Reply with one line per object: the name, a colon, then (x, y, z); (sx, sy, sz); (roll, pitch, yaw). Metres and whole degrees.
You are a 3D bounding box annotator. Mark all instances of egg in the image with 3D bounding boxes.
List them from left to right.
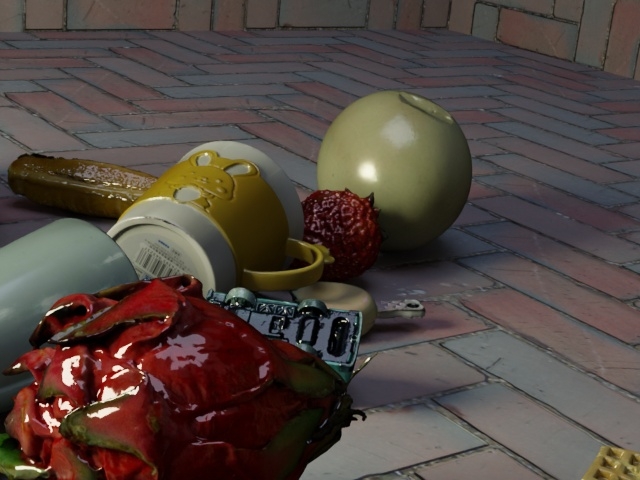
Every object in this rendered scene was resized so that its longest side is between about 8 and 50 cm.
egg: (0.103, -0.098, 1.695); (0.219, 0.219, 0.269); (6, 35, -1)

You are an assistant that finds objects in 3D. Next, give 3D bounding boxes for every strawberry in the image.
strawberry: (0.001, -0.007, 1.544); (0.148, 0.131, 0.131); (4, 18, -23)

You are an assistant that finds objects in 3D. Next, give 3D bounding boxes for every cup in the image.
cup: (-0.113, 0.009, 1.377); (0.241, 0.185, 0.226); (14, 25, 17)

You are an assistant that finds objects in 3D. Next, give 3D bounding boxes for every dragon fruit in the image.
dragon fruit: (-0.095, 0.127, 0.913); (0.293, 0.234, 0.234); (-21, 28, -21)

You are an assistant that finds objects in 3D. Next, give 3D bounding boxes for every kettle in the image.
kettle: (-0.281, 0.108, 1.118); (0.210, 0.160, 0.243); (42, 38, 14)

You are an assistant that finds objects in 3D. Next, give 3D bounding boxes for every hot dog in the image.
hot dog: (-0.303, -0.065, 1.718); (0.288, 0.068, 0.083); (13, 42, 9)

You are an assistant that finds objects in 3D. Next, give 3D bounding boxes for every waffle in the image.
waffle: (0.275, 0.226, 1.076); (0.097, 0.023, 0.152); (14, 18, 25)

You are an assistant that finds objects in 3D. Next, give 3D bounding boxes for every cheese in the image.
cheese: (0.035, 0.079, 1.409); (0.171, 0.048, 0.092); (-8, 25, -36)

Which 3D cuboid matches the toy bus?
toy bus: (-0.041, 0.109, 1.220); (0.160, 0.092, 0.079); (7, 48, 5)
